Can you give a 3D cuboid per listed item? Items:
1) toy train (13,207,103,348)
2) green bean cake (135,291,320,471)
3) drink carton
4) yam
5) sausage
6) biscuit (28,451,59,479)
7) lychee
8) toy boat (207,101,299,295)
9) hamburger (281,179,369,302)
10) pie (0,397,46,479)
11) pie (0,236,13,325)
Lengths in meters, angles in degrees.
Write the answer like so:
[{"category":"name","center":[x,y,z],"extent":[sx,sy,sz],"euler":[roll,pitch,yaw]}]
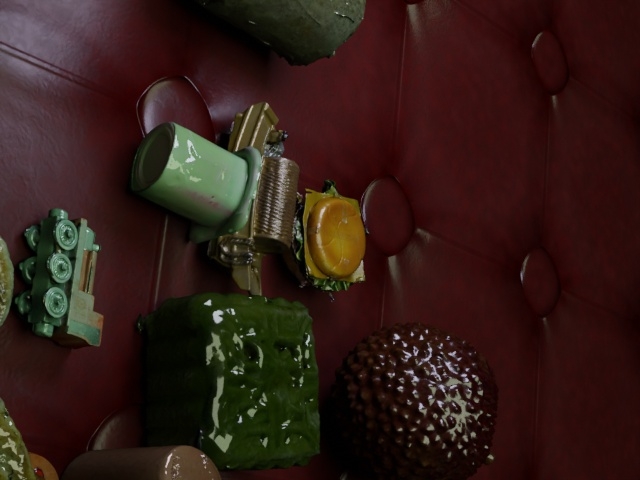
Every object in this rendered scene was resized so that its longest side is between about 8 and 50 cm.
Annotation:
[{"category":"toy train","center":[-0.338,0.050,1.564],"extent":[0.118,0.074,0.176],"euler":[31,56,-51]},{"category":"green bean cake","center":[-0.123,0.205,1.702],"extent":[0.247,0.156,0.250],"euler":[11,75,-47]},{"category":"drink carton","center":[-0.186,-0.095,1.706],"extent":[0.142,0.146,0.144],"euler":[28,63,-32]},{"category":"yam","center":[-0.088,-0.413,1.830],"extent":[0.300,0.195,0.195],"euler":[29,63,-42]},{"category":"sausage","center":[-0.225,0.323,1.499],"extent":[0.123,0.253,0.123],"euler":[10,74,-41]},{"category":"biscuit","center":[-0.423,0.316,1.444],"extent":[0.250,0.036,0.165],"euler":[-1,85,-48]},{"category":"lychee","center":[0.159,0.275,1.918],"extent":[0.304,0.275,0.276],"euler":[36,56,-13]},{"category":"toy boat","center":[-0.092,-0.062,1.802],"extent":[0.089,0.115,0.310],"euler":[60,36,-63]},{"category":"hamburger","center":[0.002,-0.003,1.919],"extent":[0.164,0.093,0.190],"euler":[26,66,-44]},{"category":"pie","center":[-0.519,0.272,1.234],"extent":[0.418,0.180,0.395],"euler":[-39,106,-30]},{"category":"pie","center":[-0.460,0.044,1.448],"extent":[0.187,0.041,0.187],"euler":[10,76,-46]}]
